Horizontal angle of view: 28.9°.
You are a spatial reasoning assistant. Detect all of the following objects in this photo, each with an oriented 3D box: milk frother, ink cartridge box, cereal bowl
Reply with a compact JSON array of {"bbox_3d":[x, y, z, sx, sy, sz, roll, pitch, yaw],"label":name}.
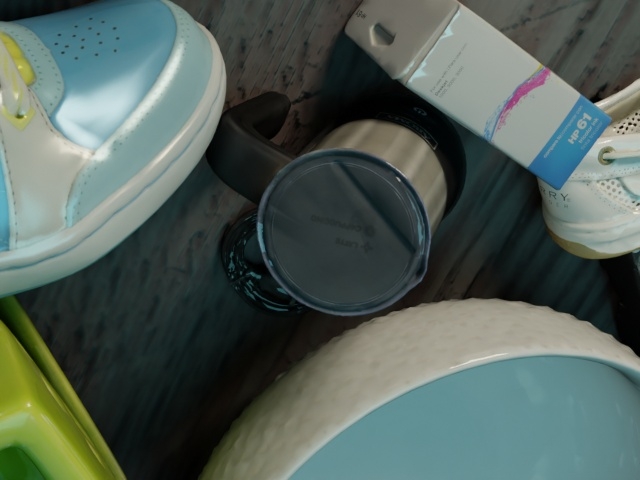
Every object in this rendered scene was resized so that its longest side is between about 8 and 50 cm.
[{"bbox_3d":[0.000,0.000,0.652,0.129,0.135,0.143,13,110,11],"label":"milk frother"},{"bbox_3d":[0.083,-0.090,0.668,0.122,0.088,0.052,28,104,-32],"label":"ink cartridge box"},{"bbox_3d":[0.063,0.177,0.773,0.339,0.141,0.339,-10,120,-18],"label":"cereal bowl"}]

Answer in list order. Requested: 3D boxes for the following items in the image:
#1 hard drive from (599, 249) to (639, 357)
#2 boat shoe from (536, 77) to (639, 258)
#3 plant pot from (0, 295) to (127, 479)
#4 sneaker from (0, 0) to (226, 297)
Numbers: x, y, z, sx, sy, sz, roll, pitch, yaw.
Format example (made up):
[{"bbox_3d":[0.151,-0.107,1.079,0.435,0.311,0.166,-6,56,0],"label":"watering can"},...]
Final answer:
[{"bbox_3d":[0.362,0.000,0.850,0.339,0.064,0.237,-28,124,-8],"label":"hard drive"},{"bbox_3d":[0.254,-0.088,0.735,0.277,0.098,0.096,-27,125,-6],"label":"boat shoe"},{"bbox_3d":[-0.203,0.150,0.608,0.227,0.207,0.228,-28,124,-6],"label":"plant pot"},{"bbox_3d":[-0.184,-0.065,0.501,0.319,0.127,0.208,-30,145,-20],"label":"sneaker"}]
